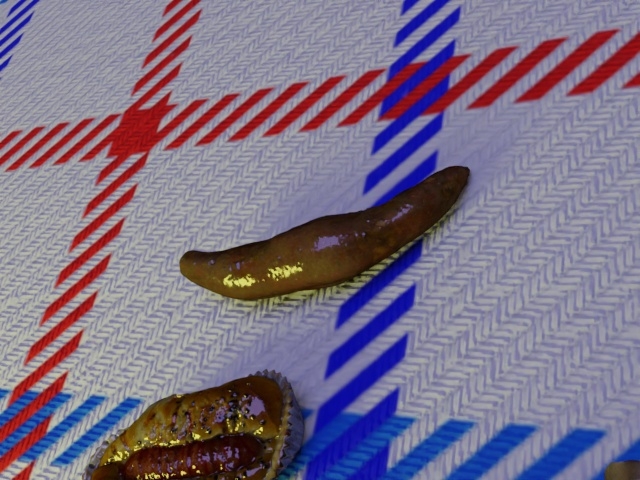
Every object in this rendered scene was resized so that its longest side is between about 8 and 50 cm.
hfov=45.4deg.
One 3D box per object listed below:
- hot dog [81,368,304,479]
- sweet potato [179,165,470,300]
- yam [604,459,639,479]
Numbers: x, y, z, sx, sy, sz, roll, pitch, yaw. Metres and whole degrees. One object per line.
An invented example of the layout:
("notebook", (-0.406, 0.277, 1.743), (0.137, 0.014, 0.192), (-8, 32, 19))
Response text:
("hot dog", (-0.101, 0.162, 0.571), (0.192, 0.053, 0.099), (-22, 48, 14))
("sweet potato", (0.003, 0.005, 0.613), (0.255, 0.058, 0.078), (-20, 32, 13))
("yam", (0.173, 0.240, 0.364), (0.046, 0.046, 0.264), (-12, 55, 23))
